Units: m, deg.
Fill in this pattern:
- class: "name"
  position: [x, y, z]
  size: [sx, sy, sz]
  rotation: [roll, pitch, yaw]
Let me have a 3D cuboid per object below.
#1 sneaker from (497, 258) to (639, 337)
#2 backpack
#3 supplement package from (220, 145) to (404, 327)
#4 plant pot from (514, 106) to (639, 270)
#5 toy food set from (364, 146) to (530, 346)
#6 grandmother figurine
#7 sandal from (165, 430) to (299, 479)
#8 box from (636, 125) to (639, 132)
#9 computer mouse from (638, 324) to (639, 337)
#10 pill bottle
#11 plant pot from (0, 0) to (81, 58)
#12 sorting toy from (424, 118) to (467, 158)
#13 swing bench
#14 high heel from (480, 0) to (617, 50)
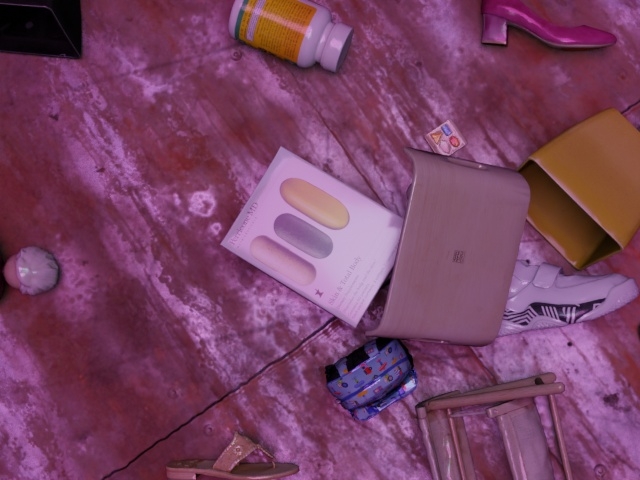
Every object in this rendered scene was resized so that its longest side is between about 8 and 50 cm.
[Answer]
- class: "sneaker"
  position: [0.342, 0.052, 1.574]
  size: [0.366, 0.137, 0.210]
  rotation: [-12, 85, 19]
- class: "backpack"
  position: [0.089, 0.236, 1.581]
  size: [0.158, 0.173, 0.116]
  rotation: [-32, 85, 0]
- class: "supplement package"
  position: [0.000, 0.000, 1.590]
  size: [0.263, 0.198, 0.199]
  rotation: [31, 88, 5]
- class: "plant pot"
  position: [0.465, -0.102, 1.578]
  size: [0.187, 0.212, 0.212]
  rotation: [-44, 85, -11]
- class: "toy food set"
  position: [0.199, 0.019, 1.472]
  size: [0.220, 0.092, 0.306]
  rotation: [9, 96, -26]
- class: "grandmother figurine"
  position: [-0.653, 0.052, 1.681]
  size: [0.343, 0.104, 0.207]
  rotation: [1, 113, 1]
- class: "sandal"
  position: [-0.160, 0.378, 1.628]
  size: [0.240, 0.088, 0.079]
  rotation: [-4, 92, 8]
- class: "box"
  position: [0.668, -0.210, 1.621]
  size: [0.170, 0.091, 0.130]
  rotation: [-43, 84, 0]
- class: "computer mouse"
  position: [0.719, 0.158, 1.601]
  size: [0.272, 0.072, 0.188]
  rotation: [-33, 84, 1]
- class: "pill bottle"
  position: [-0.051, -0.383, 1.662]
  size: [0.208, 0.117, 0.117]
  rotation: [23, 88, 4]
- class: "plant pot"
  position: [-0.538, -0.456, 1.671]
  size: [0.188, 0.188, 0.166]
  rotation: [5, 75, 4]
- class: "sorting toy"
  position: [0.237, -0.175, 1.682]
  size: [0.062, 0.012, 0.083]
  rotation: [-34, 84, 0]
- class: "swing bench"
  position: [0.309, 0.379, 1.568]
  size: [0.255, 0.165, 0.253]
  rotation: [-12, 86, 8]
- class: "high heel"
  position: [0.412, -0.406, 1.656]
  size: [0.244, 0.082, 0.117]
  rotation: [7, 96, 16]
